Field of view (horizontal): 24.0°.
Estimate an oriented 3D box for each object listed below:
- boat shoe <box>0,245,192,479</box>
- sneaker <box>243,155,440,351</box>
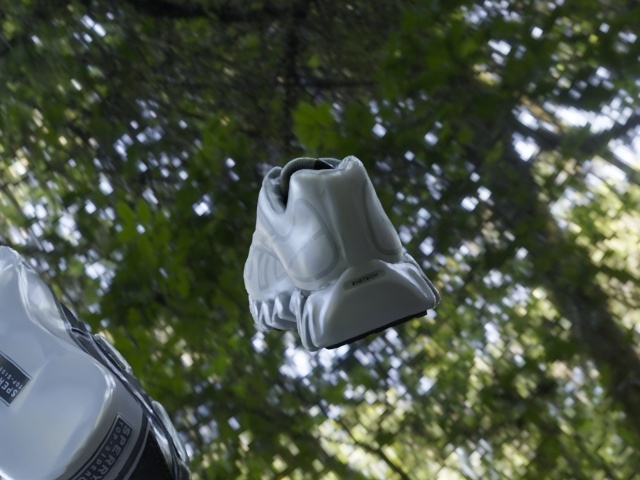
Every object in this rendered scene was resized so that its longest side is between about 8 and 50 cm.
[{"bbox_3d":[-0.164,0.093,0.913,0.108,0.301,0.102,-50,-56,-9],"label":"boat shoe"},{"bbox_3d":[0.000,0.000,1.033,0.110,0.292,0.118,-22,-86,-12],"label":"sneaker"}]
